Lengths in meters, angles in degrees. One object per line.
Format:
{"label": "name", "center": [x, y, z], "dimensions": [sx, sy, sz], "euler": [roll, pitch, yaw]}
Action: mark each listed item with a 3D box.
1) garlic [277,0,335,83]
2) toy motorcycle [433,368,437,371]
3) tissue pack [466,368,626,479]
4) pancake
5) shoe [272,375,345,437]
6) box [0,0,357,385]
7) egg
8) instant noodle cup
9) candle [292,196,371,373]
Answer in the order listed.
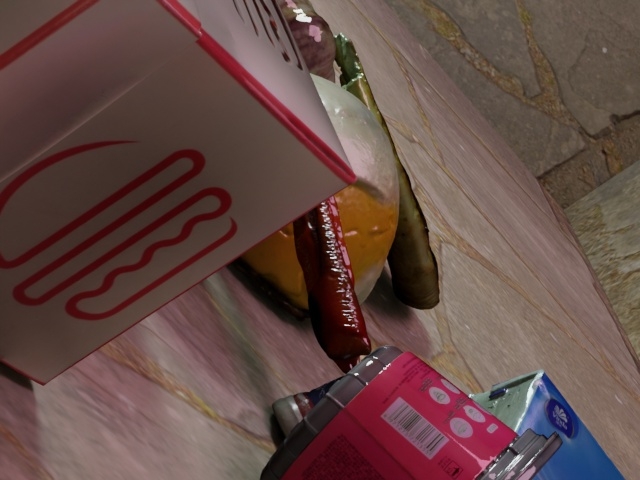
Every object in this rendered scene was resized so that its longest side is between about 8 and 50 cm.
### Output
{"label": "garlic", "center": [-0.080, -0.224, 2.276], "dimensions": [0.245, 0.160, 0.245], "euler": [159, -90, -76]}
{"label": "toy motorcycle", "center": [0.127, 0.207, 2.147], "dimensions": [0.225, 0.073, 0.152], "euler": [32, 34, -42]}
{"label": "tissue pack", "center": [0.244, 0.309, 2.047], "dimensions": [0.263, 0.146, 0.198], "euler": [52, 42, -16]}
{"label": "pancake", "center": [0.075, -0.077, 2.401], "dimensions": [0.427, 0.066, 0.305], "euler": [68, -1, -64]}
{"label": "shoe", "center": [0.048, 0.180, 1.843], "dimensions": [0.099, 0.125, 0.227], "euler": [59, 15, 27]}
{"label": "box", "center": [-0.205, -0.132, 1.316], "dimensions": [0.300, 0.312, 0.314], "euler": [42, 20, -50]}
{"label": "egg", "center": [-0.021, -0.082, 2.070], "dimensions": [0.337, 0.201, 0.337], "euler": [53, 12, -16]}
{"label": "instant noodle cup", "center": [0.065, 0.211, 1.633], "dimensions": [0.181, 0.258, 0.302], "euler": [43, 6, 9]}
{"label": "candle", "center": [0.000, 0.000, 1.852], "dimensions": [0.084, 0.059, 0.302], "euler": [112, -30, -55]}
